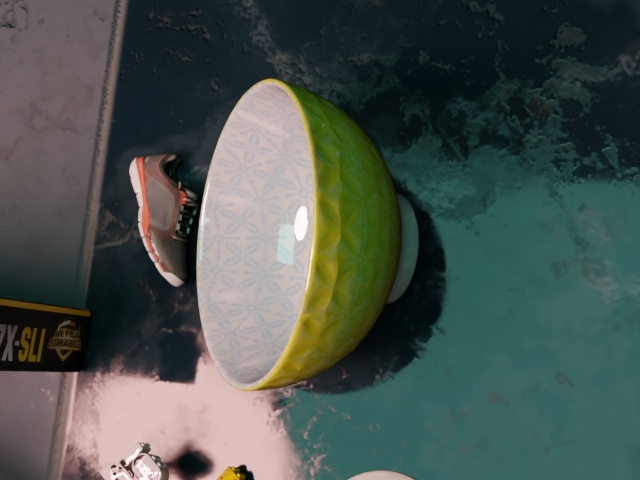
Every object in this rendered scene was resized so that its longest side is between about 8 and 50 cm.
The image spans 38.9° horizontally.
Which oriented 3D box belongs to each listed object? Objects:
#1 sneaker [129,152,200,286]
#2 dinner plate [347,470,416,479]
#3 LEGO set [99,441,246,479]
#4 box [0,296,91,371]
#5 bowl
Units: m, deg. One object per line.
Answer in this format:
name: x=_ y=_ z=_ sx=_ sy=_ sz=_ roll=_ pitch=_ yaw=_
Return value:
sneaker: x=-0.163 y=-0.029 z=0.997 sx=0.065 sy=0.061 sz=0.157 roll=-18 pitch=76 yaw=6
dinner plate: x=0.061 y=0.300 z=0.896 sx=0.141 sy=0.017 sz=0.141 roll=-3 pitch=81 yaw=16
LEGO set: x=-0.107 y=0.283 z=0.913 sx=0.093 sy=0.087 sz=0.227 roll=-48 pitch=65 yaw=0
box: x=-0.426 y=0.080 z=0.913 sx=0.257 sy=0.322 sz=0.079 roll=7 pitch=83 yaw=17
bowl: x=0.000 y=0.000 z=0.876 sx=0.156 sy=0.289 sz=0.289 roll=5 pitch=79 yaw=-26
